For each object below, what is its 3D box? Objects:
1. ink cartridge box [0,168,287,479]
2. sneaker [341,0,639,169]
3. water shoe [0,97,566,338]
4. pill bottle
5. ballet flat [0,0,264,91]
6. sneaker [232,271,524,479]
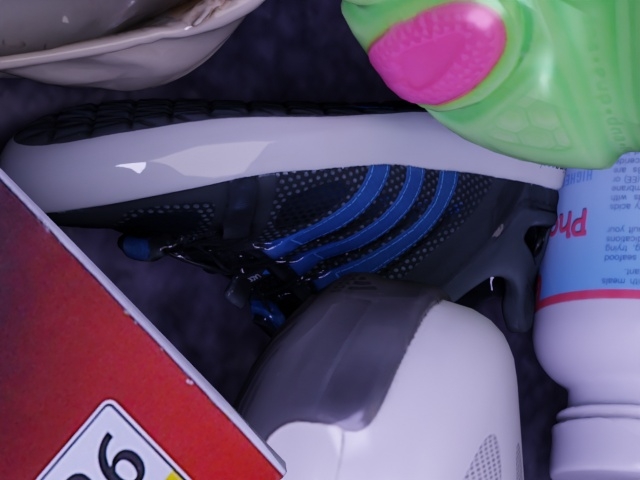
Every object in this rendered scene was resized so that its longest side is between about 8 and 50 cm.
[{"bbox_3d":[-0.209,0.058,0.317,0.309,0.130,0.272,-50,121,-14],"label":"ink cartridge box"},{"bbox_3d":[0.054,-0.264,0.514,0.202,0.185,0.483,-49,138,-63],"label":"sneaker"},{"bbox_3d":[0.000,0.000,0.571,0.203,0.073,0.080,-3,98,-41],"label":"water shoe"},{"bbox_3d":[0.116,0.003,0.650,0.087,0.087,0.160,21,70,-39],"label":"pill bottle"},{"bbox_3d":[-0.106,-0.073,0.470,0.248,0.086,0.086,-9,97,-40],"label":"ballet flat"},{"bbox_3d":[0.106,0.227,0.524,0.169,0.257,0.448,-32,120,-67],"label":"sneaker"}]
